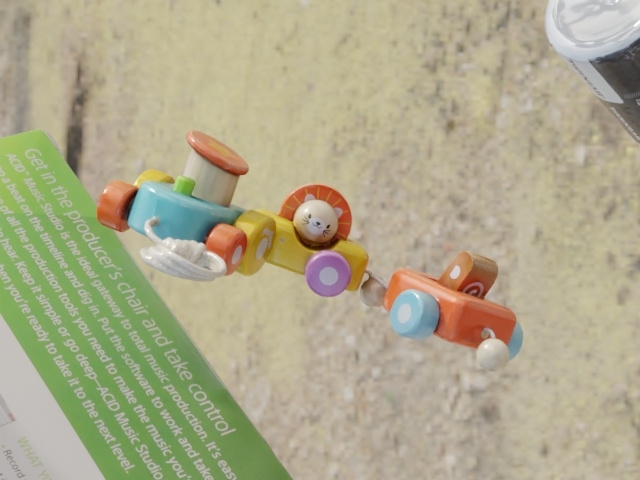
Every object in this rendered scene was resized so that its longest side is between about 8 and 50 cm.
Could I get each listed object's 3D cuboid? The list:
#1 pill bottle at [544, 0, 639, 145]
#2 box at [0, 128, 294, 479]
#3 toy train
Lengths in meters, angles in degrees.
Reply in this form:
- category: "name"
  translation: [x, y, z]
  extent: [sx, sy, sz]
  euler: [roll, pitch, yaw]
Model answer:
- category: "pill bottle"
  translation: [0.313, -0.148, 1.190]
  extent: [0.130, 0.246, 0.130]
  euler: [-25, 46, 29]
- category: "box"
  translation: [-0.193, 0.084, 0.496]
  extent: [0.232, 0.322, 0.058]
  euler: [51, 142, 27]
- category: "toy train"
  translation: [0.000, 0.000, 0.521]
  extent: [0.125, 0.166, 0.046]
  euler: [27, 98, 57]
